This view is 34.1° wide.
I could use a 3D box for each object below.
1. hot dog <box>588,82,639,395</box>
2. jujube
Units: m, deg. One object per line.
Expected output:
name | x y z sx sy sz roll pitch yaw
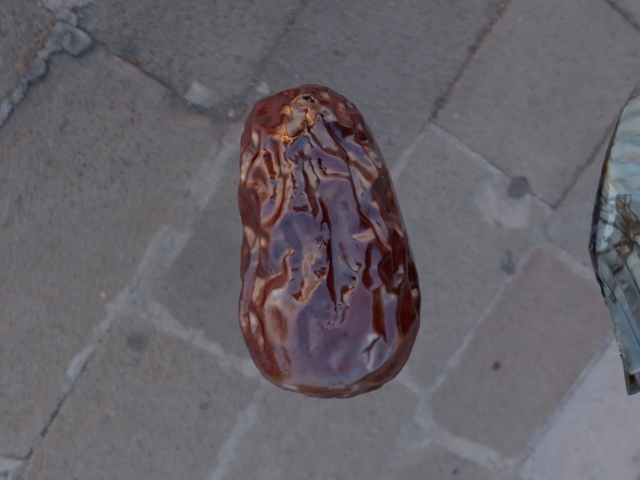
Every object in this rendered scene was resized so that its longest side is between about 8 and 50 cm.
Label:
hot dog | 0.212 -0.006 0.433 0.270 0.081 0.163 8 97 -39
jujube | 0.000 0.000 0.428 0.077 0.077 0.129 -8 84 -17
